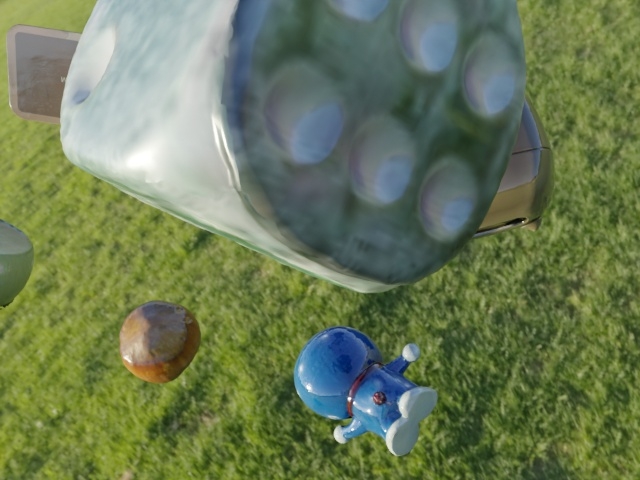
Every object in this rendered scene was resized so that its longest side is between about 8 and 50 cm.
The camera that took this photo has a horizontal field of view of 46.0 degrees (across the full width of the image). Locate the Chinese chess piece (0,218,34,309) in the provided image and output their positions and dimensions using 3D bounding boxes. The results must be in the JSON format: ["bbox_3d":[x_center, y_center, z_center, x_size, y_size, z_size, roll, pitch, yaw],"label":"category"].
[{"bbox_3d":[-0.825,0.026,1.682,0.349,0.349,0.146,35,104,54],"label":"Chinese chess piece"}]

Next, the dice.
[{"bbox_3d":[-0.025,-0.152,0.735,0.348,0.328,0.330,21,86,53],"label":"dice"}]

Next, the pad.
[{"bbox_3d":[-0.422,-0.281,1.340,0.266,0.176,0.002,8,29,-3],"label":"pad"}]

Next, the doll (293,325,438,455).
[{"bbox_3d":[0.077,0.249,1.296,0.257,0.161,0.215,32,89,35],"label":"doll"}]

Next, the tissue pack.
[{"bbox_3d":[0.317,-0.134,1.657,0.387,0.267,0.277,-16,76,15],"label":"tissue pack"}]

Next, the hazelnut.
[{"bbox_3d":[-0.331,0.210,1.601,0.182,0.182,0.182,-21,35,16],"label":"hazelnut"}]
